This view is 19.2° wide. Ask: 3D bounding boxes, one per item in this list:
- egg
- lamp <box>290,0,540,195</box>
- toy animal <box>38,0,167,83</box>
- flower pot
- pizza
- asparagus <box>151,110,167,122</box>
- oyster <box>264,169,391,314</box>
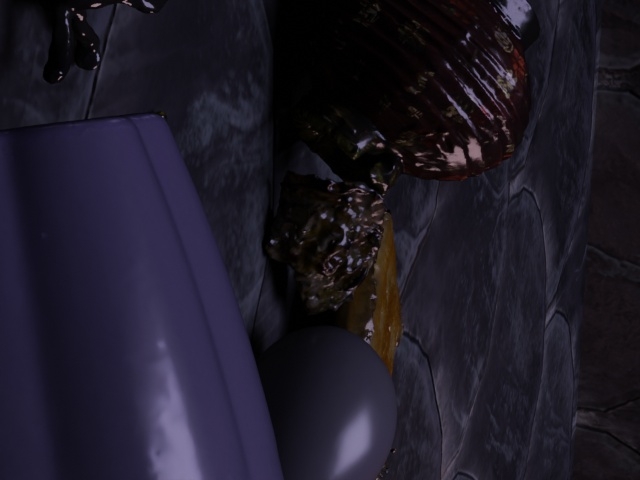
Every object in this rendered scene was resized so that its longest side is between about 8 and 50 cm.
[{"bbox_3d":[-0.008,0.168,1.696,0.146,0.146,0.198,77,28,-48],"label":"egg"},{"bbox_3d":[0.083,-0.154,1.743,0.247,0.247,0.247,7,90,-73],"label":"lamp"},{"bbox_3d":[-0.152,-0.209,1.237,0.148,0.085,0.232,19,79,-60],"label":"toy animal"},{"bbox_3d":[-0.159,0.058,1.032,0.265,0.265,0.243,-26,110,-70],"label":"flower pot"},{"bbox_3d":[0.030,0.129,1.898,0.223,0.089,0.323,70,25,-71],"label":"pizza"},{"bbox_3d":[-0.123,-0.045,1.467,0.015,0.014,0.114,-27,125,-50],"label":"asparagus"},{"bbox_3d":[0.001,0.006,1.752,0.177,0.105,0.056,110,-11,-46],"label":"oyster"}]
